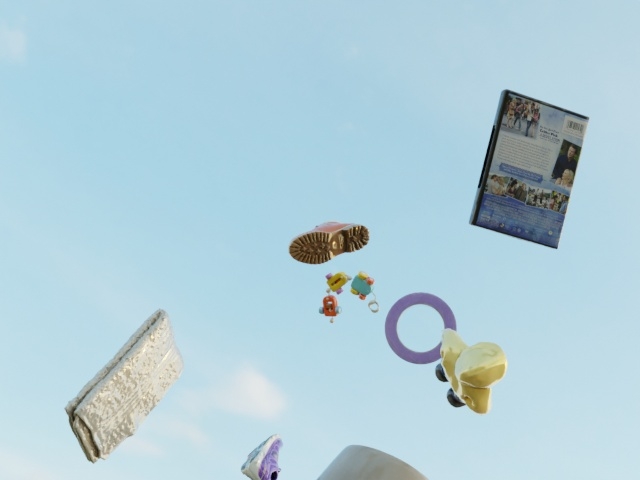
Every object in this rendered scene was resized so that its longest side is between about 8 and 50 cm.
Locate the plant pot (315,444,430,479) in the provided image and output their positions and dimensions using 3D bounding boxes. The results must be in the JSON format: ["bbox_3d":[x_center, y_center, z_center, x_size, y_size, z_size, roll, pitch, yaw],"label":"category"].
[{"bbox_3d":[0.068,0.524,1.475,0.323,0.280,0.323,24,-28,14],"label":"plant pot"}]

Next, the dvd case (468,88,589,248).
[{"bbox_3d":[0.378,-0.127,1.535,0.180,0.253,0.022,15,-2,-15],"label":"dvd case"}]

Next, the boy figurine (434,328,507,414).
[{"bbox_3d":[0.276,0.241,1.598,0.092,0.177,0.285,-23,-17,-8],"label":"boy figurine"}]

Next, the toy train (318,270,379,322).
[{"bbox_3d":[0.071,0.132,2.063,0.166,0.046,0.125,-8,-82,30],"label":"toy train"}]

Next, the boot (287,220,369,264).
[{"bbox_3d":[0.000,0.000,1.511,0.084,0.158,0.059,23,-61,54],"label":"boot"}]

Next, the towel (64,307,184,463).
[{"bbox_3d":[-0.366,0.281,1.635,0.049,0.282,0.187,22,-37,23],"label":"towel"}]

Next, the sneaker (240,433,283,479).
[{"bbox_3d":[-0.107,0.443,1.689,0.068,0.170,0.071,-40,-90,16],"label":"sneaker"}]

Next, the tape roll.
[{"bbox_3d":[0.265,0.232,2.245,0.189,0.189,0.080,11,-5,10],"label":"tape roll"}]
